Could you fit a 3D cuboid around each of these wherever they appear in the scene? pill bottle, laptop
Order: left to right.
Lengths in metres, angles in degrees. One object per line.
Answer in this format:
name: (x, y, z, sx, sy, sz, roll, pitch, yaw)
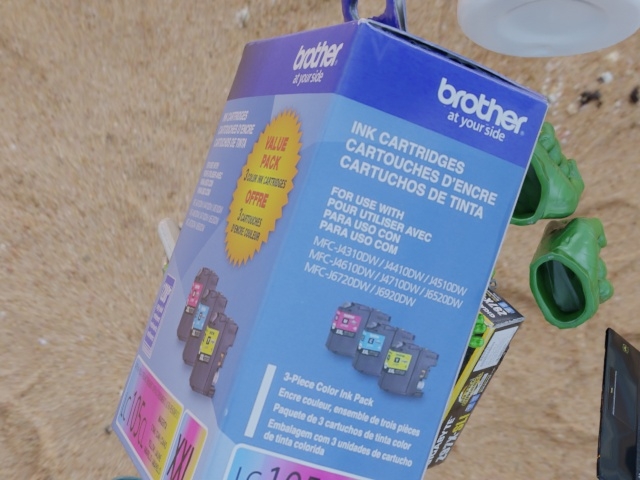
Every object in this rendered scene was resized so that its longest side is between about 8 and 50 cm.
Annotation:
pill bottle: (0.275, -0.441, 1.339, 0.224, 0.224, 0.392, 3, 76, -7)
laptop: (0.479, 0.240, 1.358, 0.264, 0.136, 0.234, 37, 43, -19)

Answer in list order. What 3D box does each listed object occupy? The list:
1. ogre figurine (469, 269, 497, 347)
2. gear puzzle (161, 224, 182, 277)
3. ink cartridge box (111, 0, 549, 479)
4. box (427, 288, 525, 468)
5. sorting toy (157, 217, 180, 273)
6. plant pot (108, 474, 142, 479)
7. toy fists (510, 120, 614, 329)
ogre figurine: (0.069, 0.096, 1.019, 0.197, 0.118, 0.097, -33, 65, 29)
gear puzzle: (-0.173, 0.120, 1.509, 0.044, 0.339, 0.175, -13, 127, 2)
ink cartridge box: (0.000, 0.000, 0.793, 0.151, 0.270, 0.395, 21, 88, -21)
box: (0.092, 0.110, 1.492, 0.079, 0.257, 0.322, -9, 42, -42)
sorting toy: (-0.130, 0.102, 1.188, 0.038, 0.208, 0.193, -21, 62, -9)
plant pot: (-0.142, 0.400, 1.110, 0.290, 0.290, 0.195, 32, 89, -3)
toy fists: (0.307, -0.026, 1.454, 0.096, 0.142, 0.279, -21, 101, 25)
